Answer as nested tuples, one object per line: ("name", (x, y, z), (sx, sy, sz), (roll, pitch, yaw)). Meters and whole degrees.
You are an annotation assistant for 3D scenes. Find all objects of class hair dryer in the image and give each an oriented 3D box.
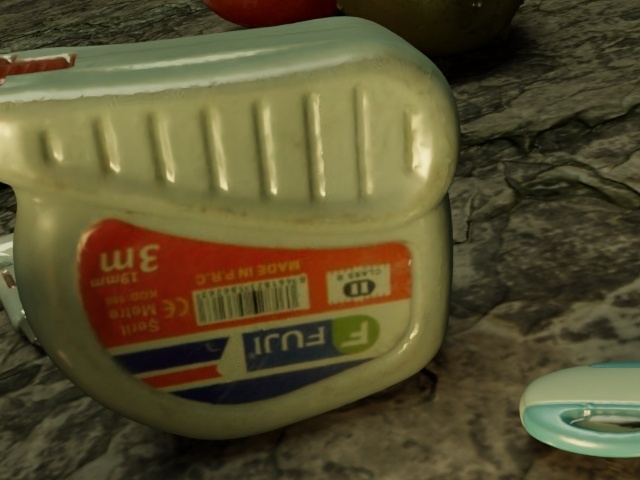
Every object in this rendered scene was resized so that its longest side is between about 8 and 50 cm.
("hair dryer", (-0.267, 0.051, 0.668), (0.155, 0.044, 0.183), (-22, 32, -8))

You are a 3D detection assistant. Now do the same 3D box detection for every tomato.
("tomato", (-0.030, -0.414, 1.258), (0.335, 0.176, 0.289), (-22, 9, -21))

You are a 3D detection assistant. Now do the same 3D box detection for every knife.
("knife", (0.208, 0.082, 0.383), (0.222, 0.031, 0.064), (-2, 27, 16))

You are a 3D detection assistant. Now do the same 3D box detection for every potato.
("potato", (0.125, -0.347, 0.989), (0.219, 0.269, 0.359), (-55, 4, 18))

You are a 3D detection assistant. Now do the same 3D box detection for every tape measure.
("tape measure", (-0.052, -0.013, 0.458), (0.243, 0.246, 0.125), (-8, 28, -8))
